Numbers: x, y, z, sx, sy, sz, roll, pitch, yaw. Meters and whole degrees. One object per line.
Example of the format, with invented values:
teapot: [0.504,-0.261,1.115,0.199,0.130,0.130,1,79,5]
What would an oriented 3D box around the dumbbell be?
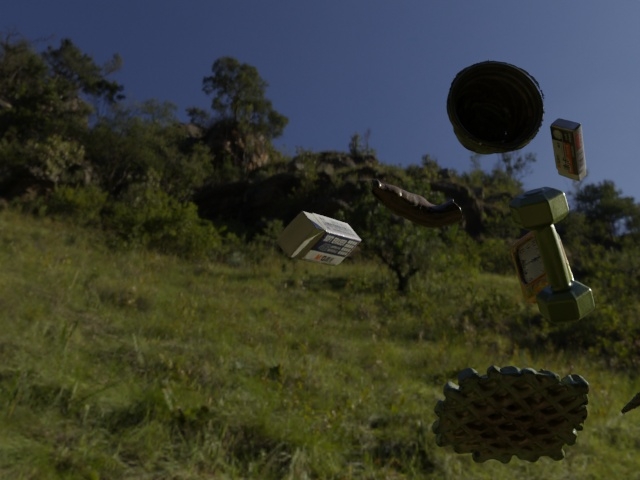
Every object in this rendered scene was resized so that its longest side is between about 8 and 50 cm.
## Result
dumbbell: [0.511,0.033,1.393,0.108,0.121,0.302,-20,-81,0]

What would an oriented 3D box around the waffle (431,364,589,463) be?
waffle: [0.367,0.343,1.231,0.292,0.056,0.309,2,-47,6]

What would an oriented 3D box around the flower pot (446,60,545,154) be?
flower pot: [0.405,-0.297,1.511,0.235,0.235,0.140,3,-16,0]

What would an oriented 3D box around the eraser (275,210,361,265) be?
eraser: [0.000,0.000,1.848,0.124,0.081,0.279,-46,-26,17]

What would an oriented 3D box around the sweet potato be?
sweet potato: [0.267,-0.107,1.797,0.286,0.085,0.112,23,-53,-8]

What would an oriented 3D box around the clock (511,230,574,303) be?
clock: [0.661,0.079,1.890,0.096,0.202,0.143,6,-32,-20]

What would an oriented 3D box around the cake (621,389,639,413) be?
cake: [0.828,0.399,1.604,0.140,0.055,0.051,-53,-30,8]

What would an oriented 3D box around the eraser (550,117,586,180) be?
eraser: [0.472,-0.172,1.197,0.029,0.052,0.122,-39,-50,-16]
